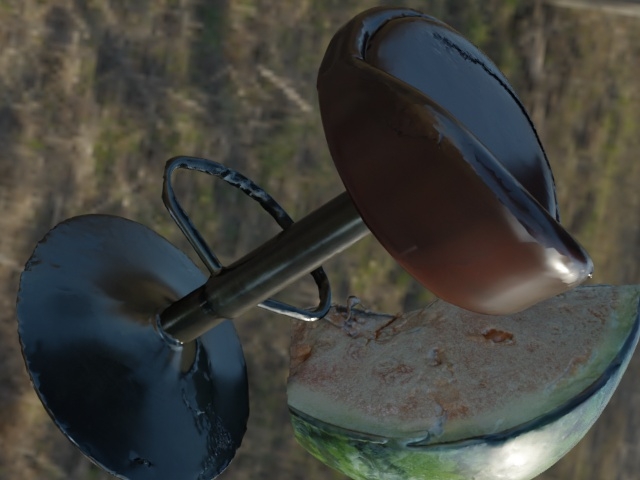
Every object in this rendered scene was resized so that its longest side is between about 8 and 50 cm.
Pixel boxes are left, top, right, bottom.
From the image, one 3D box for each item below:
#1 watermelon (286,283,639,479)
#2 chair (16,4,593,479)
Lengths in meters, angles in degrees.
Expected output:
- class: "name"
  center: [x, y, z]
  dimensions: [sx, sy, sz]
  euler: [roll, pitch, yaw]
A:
- class: "watermelon"
  center: [0.128, 0.125, 1.355]
  dimensions: [0.224, 0.305, 0.180]
  euler: [33, 50, -86]
- class: "chair"
  center: [0.000, 0.000, 1.086]
  dimensions: [0.226, 0.401, 0.226]
  euler: [29, 46, -35]
